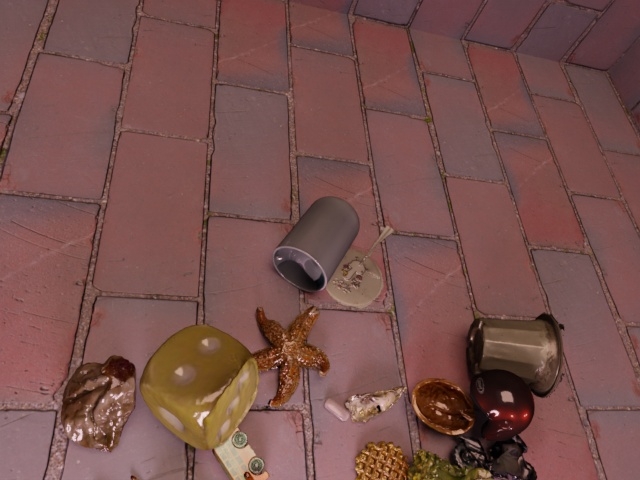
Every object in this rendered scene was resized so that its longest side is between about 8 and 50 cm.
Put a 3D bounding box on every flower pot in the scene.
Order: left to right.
[{"bbox_3d":[0.641,0.374,1.729,0.259,0.290,0.290,6,56,0],"label":"flower pot"}]

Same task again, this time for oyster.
[{"bbox_3d":[0.172,0.509,1.596,0.200,0.061,0.106,3,76,-14],"label":"oyster"}]

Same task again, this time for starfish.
[{"bbox_3d":[-0.117,0.330,1.566,0.303,0.113,0.312,-14,67,-26],"label":"starfish"}]

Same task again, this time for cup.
[{"bbox_3d":[0.000,0.000,1.753,0.205,0.205,0.312,34,54,4],"label":"cup"}]

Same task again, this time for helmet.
[{"bbox_3d":[0.554,0.498,1.578,0.216,0.193,0.189,38,29,-17],"label":"helmet"}]

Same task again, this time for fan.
[{"bbox_3d":[0.159,0.073,1.878,0.233,0.012,0.414,35,55,4],"label":"fan"}]

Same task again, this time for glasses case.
[{"bbox_3d":[0.049,0.515,1.557,0.083,0.021,0.032,36,52,5],"label":"glasses case"}]

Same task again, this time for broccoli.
[{"bbox_3d":[0.356,0.669,1.445,0.242,0.273,0.180,20,25,-19],"label":"broccoli"}]

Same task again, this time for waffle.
[{"bbox_3d":[0.180,0.676,1.491,0.191,0.038,0.191,8,58,-13],"label":"waffle"}]

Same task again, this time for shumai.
[{"bbox_3d":[-0.570,0.405,1.311,0.184,0.185,0.218,14,56,-10],"label":"shumai"}]

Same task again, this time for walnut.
[{"bbox_3d":[0.377,0.528,1.622,0.211,0.087,0.167,24,58,6],"label":"walnut"}]

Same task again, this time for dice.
[{"bbox_3d":[-0.312,0.382,1.352,0.227,0.238,0.233,24,48,22],"label":"dice"}]

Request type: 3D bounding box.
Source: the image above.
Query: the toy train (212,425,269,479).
[{"bbox_3d":[-0.220,0.593,1.387,0.099,0.072,0.188,-32,73,-25],"label":"toy train"}]

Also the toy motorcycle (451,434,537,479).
[{"bbox_3d":[0.540,0.659,1.586,0.270,0.106,0.159,18,54,-2],"label":"toy motorcycle"}]

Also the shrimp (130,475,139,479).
[{"bbox_3d":[-0.500,0.633,1.293,0.114,0.023,0.083,21,51,-12],"label":"shrimp"}]
